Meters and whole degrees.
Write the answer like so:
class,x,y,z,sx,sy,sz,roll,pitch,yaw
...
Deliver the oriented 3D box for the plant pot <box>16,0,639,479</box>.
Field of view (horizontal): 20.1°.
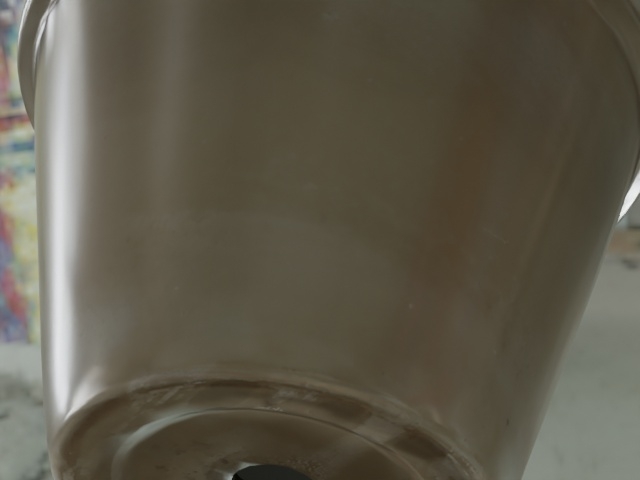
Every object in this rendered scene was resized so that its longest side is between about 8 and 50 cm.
class,x,y,z,sx,sy,sz,roll,pitch,yaw
plant pot,0.000,0.000,0.827,0.323,0.323,0.280,0,-129,11
